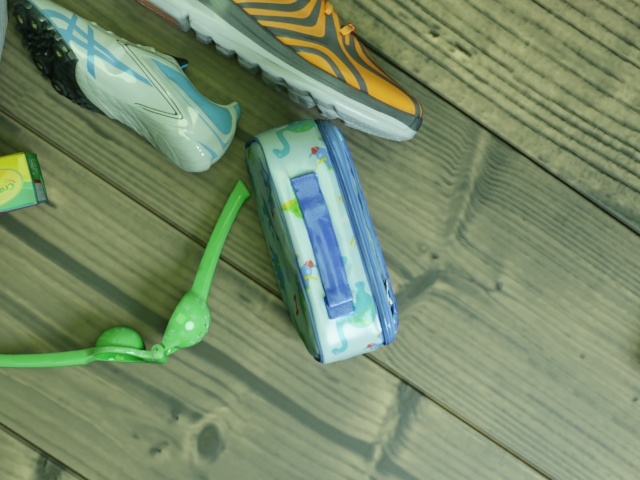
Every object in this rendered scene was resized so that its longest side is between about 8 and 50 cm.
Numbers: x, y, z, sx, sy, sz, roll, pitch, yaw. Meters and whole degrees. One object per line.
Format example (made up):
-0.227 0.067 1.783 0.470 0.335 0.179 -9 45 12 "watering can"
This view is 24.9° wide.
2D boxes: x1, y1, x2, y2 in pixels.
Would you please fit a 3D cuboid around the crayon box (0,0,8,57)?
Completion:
-0.319 -0.160 1.191 0.083 0.203 0.323 4 47 -6 "crayon box"

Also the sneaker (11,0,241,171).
-0.182 -0.156 1.355 0.237 0.085 0.086 36 61 -1 "sneaker"

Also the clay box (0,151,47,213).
-0.364 -0.032 1.306 0.222 0.127 0.053 -14 94 -5 "clay box"

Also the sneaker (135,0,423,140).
-0.016 -0.233 1.342 0.321 0.124 0.180 32 88 -5 "sneaker"

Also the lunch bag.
0.000 0.000 1.319 0.090 0.176 0.219 -17 91 -5 "lunch bag"

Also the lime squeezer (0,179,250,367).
-0.176 0.070 1.362 0.310 0.059 0.110 -32 94 -4 "lime squeezer"
